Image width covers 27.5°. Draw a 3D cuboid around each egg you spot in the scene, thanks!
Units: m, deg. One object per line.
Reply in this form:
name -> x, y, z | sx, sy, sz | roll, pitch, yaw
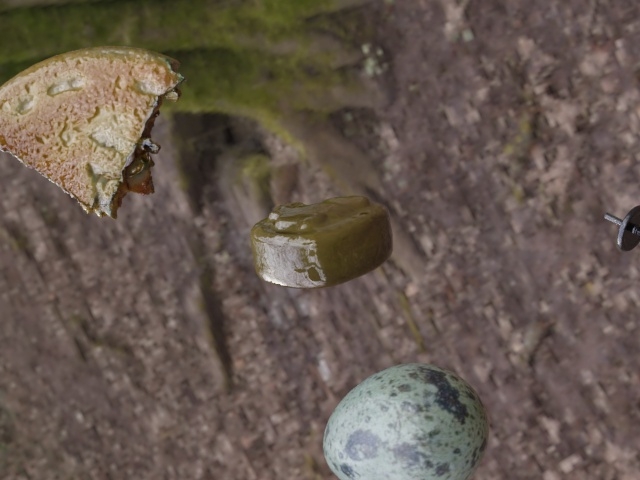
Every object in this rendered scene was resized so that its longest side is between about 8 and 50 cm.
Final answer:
egg -> 0.079, 0.187, 1.259 | 0.172, 0.132, 0.132 | -17, 99, 28

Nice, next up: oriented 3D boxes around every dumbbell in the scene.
dumbbell -> 0.449, -0.006, 1.779 | 0.147, 0.069, 0.069 | 30, 139, 36

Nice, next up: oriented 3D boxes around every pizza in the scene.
pizza -> -0.296, -0.132, 1.684 | 0.081, 0.289, 0.229 | 54, -162, -79

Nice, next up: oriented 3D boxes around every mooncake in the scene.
mooncake -> 0.000, 0.000, 2.135 | 0.234, 0.234, 0.117 | 13, 115, 59
